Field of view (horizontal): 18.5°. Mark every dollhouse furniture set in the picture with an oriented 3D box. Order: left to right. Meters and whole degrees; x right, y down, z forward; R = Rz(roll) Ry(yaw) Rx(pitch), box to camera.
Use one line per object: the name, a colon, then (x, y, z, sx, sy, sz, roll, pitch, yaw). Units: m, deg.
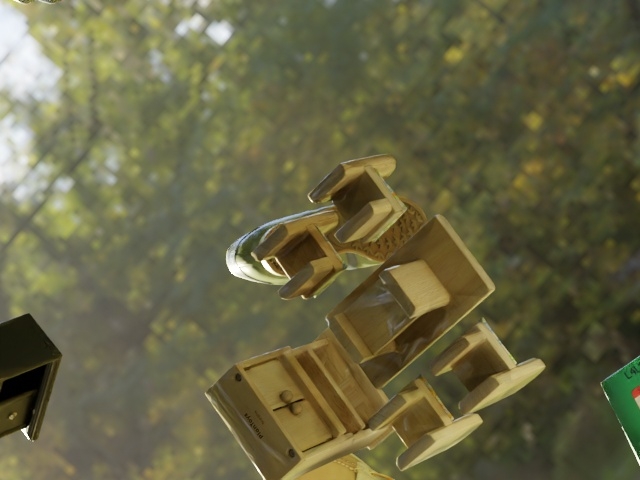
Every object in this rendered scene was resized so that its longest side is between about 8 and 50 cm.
dollhouse furniture set: (0.050, 0.078, 1.599, 0.242, 0.212, 0.161, -44, -16, 30)

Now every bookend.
bookend: (-0.388, 0.179, 2.219, 0.157, 0.072, 0.156, -20, -33, -38)

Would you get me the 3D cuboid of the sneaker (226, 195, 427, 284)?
sneaker: (0.000, 0.000, 1.750, 0.192, 0.064, 0.086, -11, -1, -40)

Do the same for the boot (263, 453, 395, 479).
boot: (0.081, 0.303, 2.046, 0.203, 0.262, 0.095, 20, 76, 54)

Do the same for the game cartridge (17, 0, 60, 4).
game cartridge: (-0.241, -0.404, 2.311, 0.355, 0.068, 0.230, -38, -28, -63)

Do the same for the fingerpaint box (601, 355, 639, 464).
fingerpaint box: (0.589, 0.136, 2.123, 0.445, 0.163, 0.371, -38, -37, 21)
